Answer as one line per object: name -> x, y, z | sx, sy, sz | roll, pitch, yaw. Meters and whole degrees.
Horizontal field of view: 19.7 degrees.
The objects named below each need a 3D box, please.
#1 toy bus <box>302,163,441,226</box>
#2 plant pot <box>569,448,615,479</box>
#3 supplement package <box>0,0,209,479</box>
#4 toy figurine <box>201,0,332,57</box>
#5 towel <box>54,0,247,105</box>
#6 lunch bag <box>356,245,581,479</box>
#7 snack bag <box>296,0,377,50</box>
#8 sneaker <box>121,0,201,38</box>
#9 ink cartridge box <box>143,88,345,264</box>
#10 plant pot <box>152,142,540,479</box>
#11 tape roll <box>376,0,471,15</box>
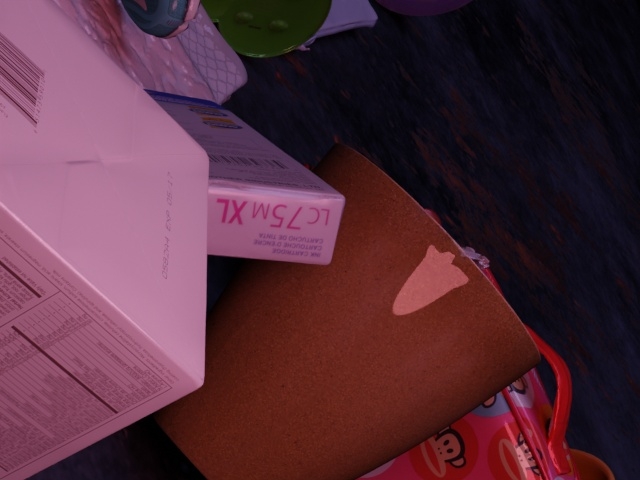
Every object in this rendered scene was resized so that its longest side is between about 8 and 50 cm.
toy bus -> -0.001, -0.003, 1.758 | 0.202, 0.191, 0.104 | 34, 66, -58
plant pot -> 0.204, 0.330, 1.752 | 0.205, 0.205, 0.188 | -66, 140, -63
supplement package -> -0.226, 0.014, 1.055 | 0.198, 0.263, 0.199 | 45, 27, -34
toy figurine -> -0.092, -0.299, 1.977 | 0.173, 0.130, 0.159 | 7, 39, -35
towel -> -0.205, -0.233, 1.685 | 0.332, 0.053, 0.317 | 57, 22, -8
lunch bag -> 0.099, 0.155, 1.613 | 0.120, 0.258, 0.293 | 11, 55, -62
snack bag -> -0.061, -0.385, 2.204 | 0.342, 0.037, 0.323 | 61, 22, -1
sneaker -> -0.200, -0.291, 1.605 | 0.110, 0.107, 0.275 | -19, 75, -49
ink cartridge box -> -0.125, -0.061, 1.406 | 0.186, 0.065, 0.311 | 6, 18, -24
plant pot -> 0.001, 0.094, 1.441 | 0.237, 0.254, 0.237 | 47, -7, 7
tape roll -> 0.143, -0.395, 2.459 | 0.189, 0.189, 0.080 | 40, 31, -43
